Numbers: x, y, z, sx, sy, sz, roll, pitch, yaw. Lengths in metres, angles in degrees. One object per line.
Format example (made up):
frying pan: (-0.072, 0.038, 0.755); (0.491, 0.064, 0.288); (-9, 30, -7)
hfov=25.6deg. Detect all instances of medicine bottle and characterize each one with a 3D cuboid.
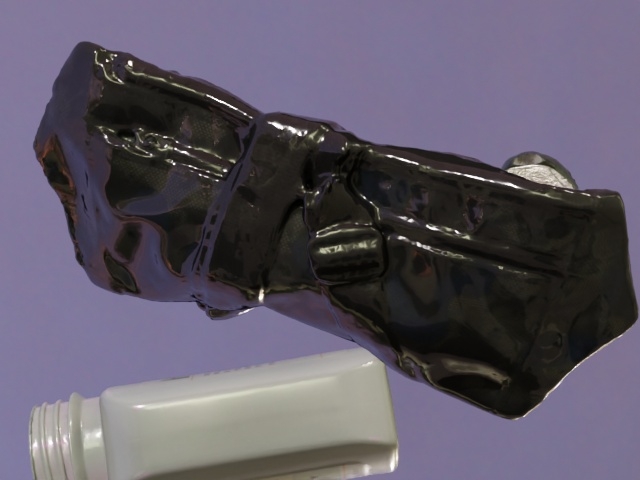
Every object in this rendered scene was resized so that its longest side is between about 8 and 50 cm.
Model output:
medicine bottle: (-0.096, 0.178, 1.285); (0.324, 0.124, 0.179); (-7, -10, -2)

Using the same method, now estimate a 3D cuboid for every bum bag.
bum bag: (0.000, 0.000, 0.685); (0.074, 0.310, 0.137); (-51, -26, -53)

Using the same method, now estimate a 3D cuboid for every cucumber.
cucumber: (0.165, -0.045, 1.079); (0.107, 0.067, 0.035); (61, -152, -62)
